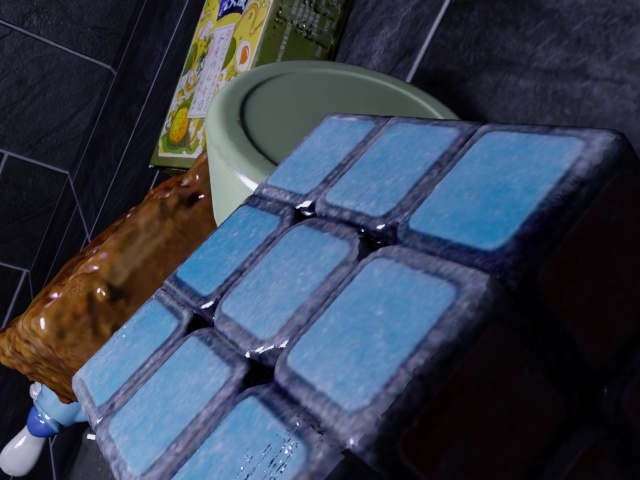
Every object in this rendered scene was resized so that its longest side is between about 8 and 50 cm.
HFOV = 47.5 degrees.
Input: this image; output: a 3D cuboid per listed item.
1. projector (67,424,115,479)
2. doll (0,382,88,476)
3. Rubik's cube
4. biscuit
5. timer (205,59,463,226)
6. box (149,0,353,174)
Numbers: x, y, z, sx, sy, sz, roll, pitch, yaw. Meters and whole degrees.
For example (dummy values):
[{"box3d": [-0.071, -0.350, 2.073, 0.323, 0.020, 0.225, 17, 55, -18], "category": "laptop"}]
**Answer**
[{"box3d": [-0.182, 0.419, 0.866, 0.395, 0.242, 0.405, 11, 82, 61], "category": "projector"}, {"box3d": [-0.528, 0.293, 1.549, 0.365, 0.187, 0.376, -32, 48, 46], "category": "doll"}, {"box3d": [0.061, 0.122, 0.496, 0.305, 0.304, 0.301, -46, 28, -14], "category": "Rubik's cube"}, {"box3d": [-0.262, 0.064, 1.011, 0.343, 0.166, 0.395, -52, 16, -27], "category": "biscuit"}, {"box3d": [0.000, 0.000, 0.834, 0.291, 0.290, 0.315, -108, 25, -46], "category": "timer"}, {"box3d": [-0.133, -0.290, 1.285, 0.373, 0.138, 0.420, 15, 86, 60], "category": "box"}]
